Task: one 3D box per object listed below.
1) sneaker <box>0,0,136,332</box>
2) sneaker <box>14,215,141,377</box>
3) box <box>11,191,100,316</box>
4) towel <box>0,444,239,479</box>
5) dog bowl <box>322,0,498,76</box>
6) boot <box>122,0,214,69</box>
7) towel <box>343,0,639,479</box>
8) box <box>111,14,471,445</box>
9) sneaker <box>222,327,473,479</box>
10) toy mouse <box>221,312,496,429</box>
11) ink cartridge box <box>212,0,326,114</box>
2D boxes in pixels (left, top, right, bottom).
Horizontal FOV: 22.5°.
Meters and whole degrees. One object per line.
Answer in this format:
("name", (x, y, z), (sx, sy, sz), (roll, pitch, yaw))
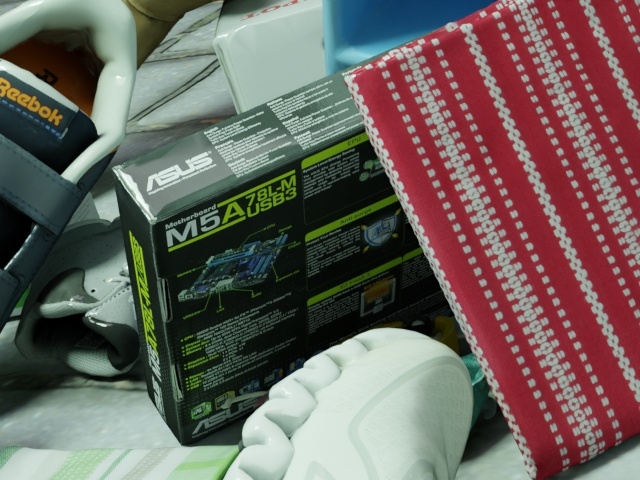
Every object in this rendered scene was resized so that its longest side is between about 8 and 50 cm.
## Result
("sneaker", (-0.207, -0.026, 0.935), (0.127, 0.126, 0.321), (-36, 27, 54))
("sneaker", (-0.078, 0.023, 0.941), (0.229, 0.086, 0.132), (-22, 23, 17))
("box", (-0.214, -0.003, 1.093), (0.101, 0.087, 0.102), (-12, 20, 16))
("towel", (-0.119, 0.127, 0.767), (0.152, 0.023, 0.113), (-7, 23, 28))
("dog bowl", (0.078, -0.102, 0.843), (0.166, 0.297, 0.074), (16, 45, 20))
("boot", (-0.166, -0.134, 1.229), (0.269, 0.089, 0.236), (-51, 12, 0))
("towel", (0.164, -0.038, 0.731), (0.275, 0.199, 0.031), (-25, -3, -20))
("box", (0.000, 0.000, 0.783), (0.191, 0.184, 0.045), (-25, 53, -18))
("sneaker", (0.010, 0.136, 0.536), (0.118, 0.110, 0.292), (1, 34, 25))
("toy mouse", (0.026, 0.081, 0.753), (0.161, 0.031, 0.143), (-14, 20, 11))
("ink cartridge box", (0.038, -0.169, 1.271), (0.211, 0.121, 0.289), (-16, 20, 7))
